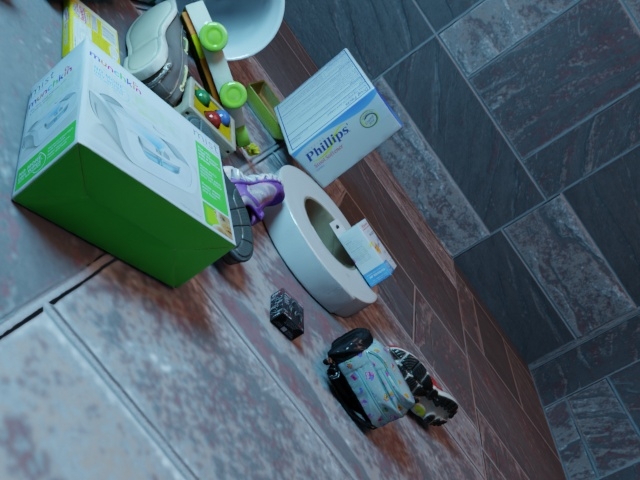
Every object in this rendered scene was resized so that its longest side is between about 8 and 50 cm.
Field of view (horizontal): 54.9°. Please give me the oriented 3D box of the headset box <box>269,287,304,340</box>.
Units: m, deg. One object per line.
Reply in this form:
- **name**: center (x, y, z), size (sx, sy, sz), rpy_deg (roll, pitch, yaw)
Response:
- **headset box**: center (-0.060, 0.130, 1.118), size (0.062, 0.032, 0.083), rpy_deg (47, 21, -26)

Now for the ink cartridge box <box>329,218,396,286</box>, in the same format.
- **ink cartridge box**: center (0.104, 0.012, 1.485), size (0.181, 0.062, 0.104), rpy_deg (56, 17, -1)

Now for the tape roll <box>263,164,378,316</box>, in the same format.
- **tape roll**: center (0.000, 0.000, 1.453), size (0.392, 0.072, 0.392), rpy_deg (49, 19, -23)

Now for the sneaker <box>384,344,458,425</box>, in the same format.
- **sneaker**: center (0.203, 0.326, 1.414), size (0.279, 0.107, 0.118), rpy_deg (49, 0, -31)

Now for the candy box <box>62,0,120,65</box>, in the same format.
- **candy box**: center (-0.397, -0.339, 1.069), size (0.105, 0.027, 0.205), rpy_deg (34, 27, -44)

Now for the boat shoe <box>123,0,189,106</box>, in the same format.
- **boat shoe**: center (-0.315, -0.379, 1.226), size (0.096, 0.117, 0.324), rpy_deg (54, 15, -39)

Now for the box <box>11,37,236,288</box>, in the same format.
- **box**: center (-0.259, -0.098, 0.844), size (0.262, 0.127, 0.231), rpy_deg (39, 26, -42)

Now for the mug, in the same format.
- **mug**: center (-0.250, -0.693, 1.559), size (0.276, 0.374, 0.328), rpy_deg (2, 36, -22)

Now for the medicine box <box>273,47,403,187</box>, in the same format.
- **medicine box**: center (0.038, -0.328, 1.632), size (0.149, 0.263, 0.289), rpy_deg (43, 17, -36)

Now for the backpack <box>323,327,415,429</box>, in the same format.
- **backpack**: center (0.095, 0.261, 1.162), size (0.182, 0.115, 0.152), rpy_deg (59, 15, 1)

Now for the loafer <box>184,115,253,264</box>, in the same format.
- **loafer**: center (-0.195, -0.077, 1.052), size (0.096, 0.084, 0.267), rpy_deg (-7, 75, -62)

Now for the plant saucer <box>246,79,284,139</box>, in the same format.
- **plant saucer**: center (-0.144, -0.369, 1.776), size (0.188, 0.045, 0.188), rpy_deg (53, 17, -9)

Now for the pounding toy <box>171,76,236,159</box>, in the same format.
- **pounding toy**: center (-0.206, -0.188, 1.196), size (0.206, 0.094, 0.181), rpy_deg (43, 21, -34)

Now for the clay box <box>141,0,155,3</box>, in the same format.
- **clay box**: center (-0.466, -0.658, 1.418), size (0.222, 0.053, 0.127), rpy_deg (53, 17, -6)

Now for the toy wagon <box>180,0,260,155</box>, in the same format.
- **toy wagon**: center (-0.218, -0.341, 1.350), size (0.267, 0.068, 0.344), rpy_deg (-133, -156, -69)

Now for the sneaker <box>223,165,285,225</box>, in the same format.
- **sneaker**: center (-0.139, -0.073, 1.189), size (0.236, 0.095, 0.104), rpy_deg (-2, 64, -63)
